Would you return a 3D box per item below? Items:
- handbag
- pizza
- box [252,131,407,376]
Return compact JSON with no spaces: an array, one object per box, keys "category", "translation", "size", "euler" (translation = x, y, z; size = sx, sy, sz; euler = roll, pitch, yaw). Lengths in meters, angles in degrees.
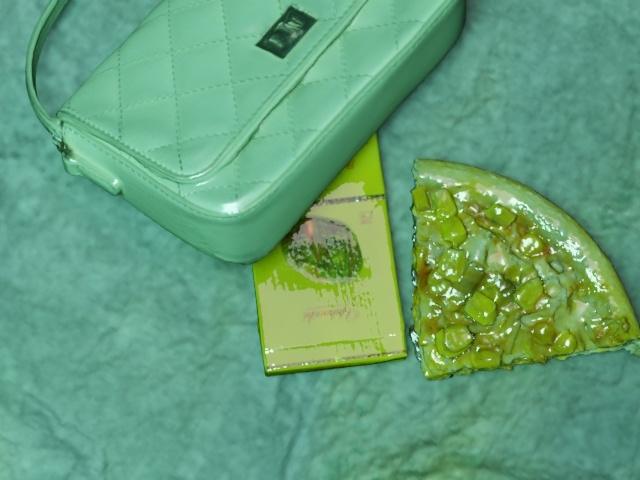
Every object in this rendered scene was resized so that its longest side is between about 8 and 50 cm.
[{"category":"handbag","translation":[-0.056,-0.128,1.051],"size":[0.219,0.079,0.256],"euler":[33,69,18]},{"category":"pizza","translation":[0.102,0.027,1.053],"size":[0.131,0.041,0.178],"euler":[-37,82,-9]},{"category":"box","translation":[0.000,0.000,1.063],"size":[0.087,0.023,0.155],"euler":[-5,78,-7]}]
